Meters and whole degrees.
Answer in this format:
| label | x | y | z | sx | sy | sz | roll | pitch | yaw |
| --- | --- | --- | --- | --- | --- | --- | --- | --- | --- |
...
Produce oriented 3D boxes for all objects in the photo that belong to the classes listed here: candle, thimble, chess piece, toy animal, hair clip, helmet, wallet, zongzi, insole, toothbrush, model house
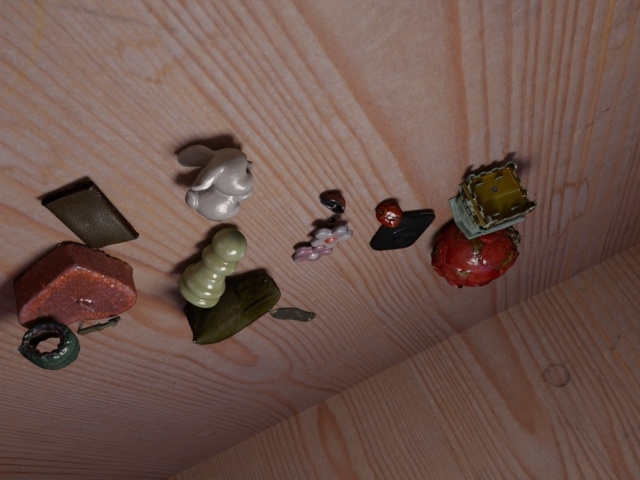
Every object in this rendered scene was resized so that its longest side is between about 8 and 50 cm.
| label | x | y | z | sx | sy | sz | roll | pitch | yaw |
| --- | --- | --- | --- | --- | --- | --- | --- | --- | --- |
| candle | -0.659 | 0.130 | 1.610 | 0.316 | 0.131 | 0.287 | -9 | 144 | -27 |
| thimble | -0.724 | 0.280 | 1.584 | 0.135 | 0.118 | 0.090 | 11 | 149 | 4 |
| chess piece | -0.311 | 0.066 | 1.766 | 0.144 | 0.144 | 0.251 | 8 | 131 | -43 |
| toy animal | -0.258 | -0.144 | 1.469 | 0.178 | 0.127 | 0.193 | -10 | 150 | -20 |
| hair clip | 0.002 | 0.007 | 1.959 | 0.146 | 0.075 | 0.257 | -3 | 149 | -40 |
| helmet | 0.044 | -0.122 | 1.798 | 0.084 | 0.049 | 0.065 | 36 | 154 | -30 |
| wallet | -0.567 | -0.056 | 1.472 | 0.132 | 0.039 | 0.243 | -18 | 150 | 1 |
| zongzi | -0.271 | 0.223 | 1.874 | 0.323 | 0.160 | 0.360 | -25 | -173 | -9 |
| insole | -0.107 | 0.301 | 2.393 | 0.081 | 0.011 | 0.248 | -39 | 147 | 24 |
| toothbrush | -0.680 | 0.265 | 1.796 | 0.294 | 0.026 | 0.028 | -20 | -167 | 42 |
| model house | 0.595 | -0.133 | 2.037 | 0.224 | 0.198 | 0.215 | -20 | 166 | -11 |

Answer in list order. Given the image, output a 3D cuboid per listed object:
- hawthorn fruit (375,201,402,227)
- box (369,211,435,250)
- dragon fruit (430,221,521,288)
| label | x | y | z | sx | sy | sz | roll | pitch | yaw |
| --- | --- | --- | --- | --- | --- | --- | --- | --- | --- |
| hawthorn fruit | 0.225 | -0.086 | 1.956 | 0.093 | 0.093 | 0.093 | -18 | 149 | -11 |
| box | 0.297 | -0.032 | 2.132 | 0.212 | 0.042 | 0.201 | -5 | 146 | -30 |
| dragon fruit | 0.580 | 0.042 | 2.228 | 0.342 | 0.278 | 0.277 | -23 | 155 | 34 |
